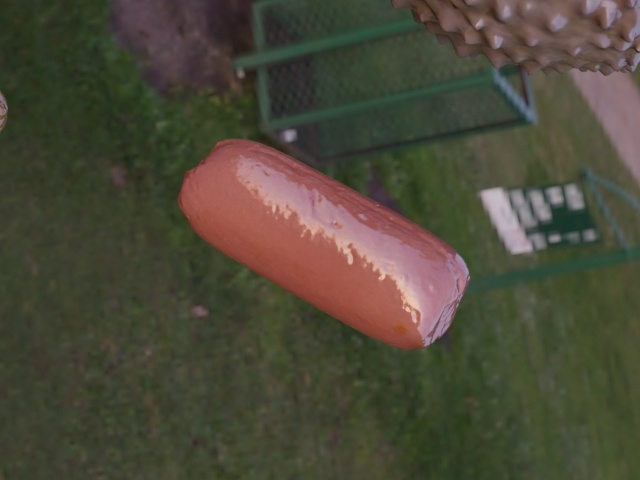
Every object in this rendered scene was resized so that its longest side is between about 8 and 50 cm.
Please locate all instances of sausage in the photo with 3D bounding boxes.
[{"bbox_3d":[0.000,0.000,0.786,0.062,0.154,0.062,-55,164,-24],"label":"sausage"}]

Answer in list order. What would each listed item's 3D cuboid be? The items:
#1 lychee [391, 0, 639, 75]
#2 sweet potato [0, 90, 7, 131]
[{"bbox_3d":[0.192,-0.304,1.111,0.432,0.380,0.380,1,80,-77],"label":"lychee"},{"bbox_3d":[-0.494,-0.150,1.823,0.097,0.291,0.097,1,90,-76],"label":"sweet potato"}]
